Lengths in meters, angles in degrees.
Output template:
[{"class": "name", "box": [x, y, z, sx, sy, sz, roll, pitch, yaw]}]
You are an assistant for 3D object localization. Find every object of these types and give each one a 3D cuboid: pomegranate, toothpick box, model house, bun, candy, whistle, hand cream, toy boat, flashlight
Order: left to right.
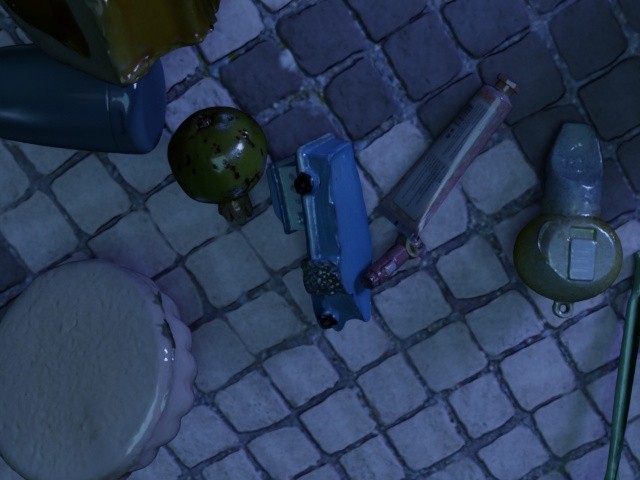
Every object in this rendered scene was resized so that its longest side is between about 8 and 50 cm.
[{"class": "toothpick box", "box": [-0.270, -0.156, 0.819, 0.184, 0.120, 0.121, 2, 106, 3]}, {"class": "bun", "box": [-0.244, 0.163, 0.894, 0.263, 0.175, 0.263, -6, 73, 20]}, {"class": "model house", "box": [-0.206, -0.301, 0.759, 0.239, 0.173, 0.268, -41, 102, -32]}, {"class": "pomegranate", "box": [-0.109, -0.081, 0.850, 0.114, 0.115, 0.142, -11, 132, 4]}, {"class": "toy boat", "box": [0.000, 0.000, 0.873, 0.098, 0.109, 0.238, 1, 111, 32]}, {"class": "flashlight", "box": [0.088, 0.021, 0.878, 0.031, 0.110, 0.052, -12, 112, 50]}, {"class": "hand cream", "box": [0.150, -0.097, 0.865, 0.067, 0.043, 0.210, 46, 106, 28]}, {"class": "whistle", "box": [0.283, -0.022, 0.868, 0.122, 0.123, 0.223, 5, 85, 0]}, {"class": "candy", "box": [0.373, 0.230, 0.940, 0.119, 0.119, 0.440, 5, 97, -1]}]
